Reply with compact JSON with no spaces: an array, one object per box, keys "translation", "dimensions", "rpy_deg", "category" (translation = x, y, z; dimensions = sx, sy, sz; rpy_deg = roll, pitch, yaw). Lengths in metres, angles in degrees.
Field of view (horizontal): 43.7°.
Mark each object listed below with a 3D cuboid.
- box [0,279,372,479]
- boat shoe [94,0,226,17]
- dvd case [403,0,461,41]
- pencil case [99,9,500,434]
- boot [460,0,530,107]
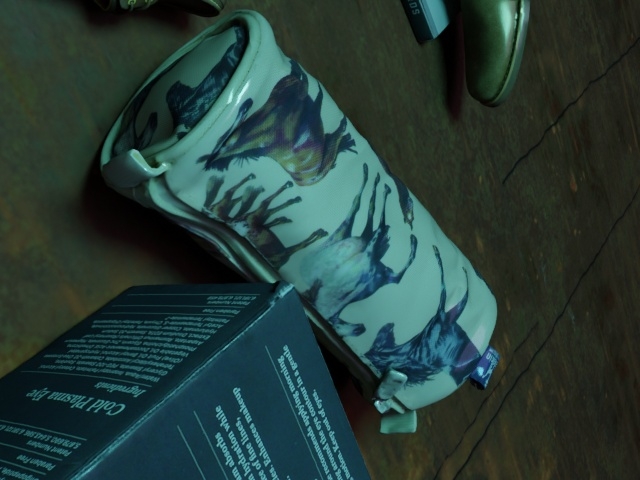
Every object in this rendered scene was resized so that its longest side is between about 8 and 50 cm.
[{"translation":[-0.111,0.248,0.505],"dimensions":[0.312,0.178,0.343],"rpy_deg":[-40,117,-45],"category":"box"},{"translation":[-0.147,-0.194,0.584],"dimensions":[0.178,0.064,0.060],"rpy_deg":[11,85,-42],"category":"boat shoe"},{"translation":[0.147,-0.373,0.963],"dimensions":[0.239,0.029,0.179],"rpy_deg":[-50,124,-38],"category":"dvd case"},{"translation":[0.000,0.000,0.666],"dimensions":[0.410,0.159,0.184],"rpy_deg":[44,41,-39],"category":"pencil case"},{"translation":[0.171,-0.307,0.917],"dimensions":[0.115,0.112,0.306],"rpy_deg":[-3,97,-19],"category":"boot"}]
